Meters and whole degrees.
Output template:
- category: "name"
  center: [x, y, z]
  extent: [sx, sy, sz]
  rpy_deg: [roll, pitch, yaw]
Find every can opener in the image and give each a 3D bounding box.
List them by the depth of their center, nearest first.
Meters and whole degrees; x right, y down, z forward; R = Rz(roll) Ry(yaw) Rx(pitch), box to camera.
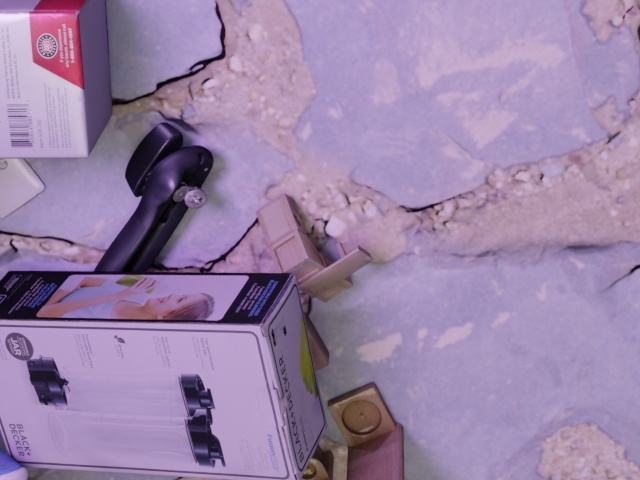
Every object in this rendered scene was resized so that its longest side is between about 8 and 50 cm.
- category: "can opener"
  center: [-0.155, -0.015, 1.408]
  extent: [0.059, 0.073, 0.186]
  rpy_deg: [7, 122, -41]

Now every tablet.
- category: "tablet"
  center: [-0.295, -0.066, 1.412]
  extent: [0.054, 0.006, 0.083]
  rpy_deg: [-33, 107, 14]

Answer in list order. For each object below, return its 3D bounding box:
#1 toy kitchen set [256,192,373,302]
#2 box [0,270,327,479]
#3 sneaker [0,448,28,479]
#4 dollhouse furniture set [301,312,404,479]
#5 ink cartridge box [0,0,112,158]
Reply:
- category: "toy kitchen set"
  center: [0.000, 0.000, 1.414]
  extent: [0.068, 0.075, 0.083]
  rpy_deg: [-32, 147, 17]
- category: "box"
  center: [-0.152, 0.119, 1.383]
  extent: [0.289, 0.087, 0.169]
  rpy_deg: [-1, 119, 22]
- category: "sneaker"
  center: [-0.351, 0.187, 1.435]
  extent: [0.211, 0.080, 0.081]
  rpy_deg: [14, 105, 35]
- category: "dollhouse furniture set"
  center: [-0.020, 0.169, 1.431]
  extent: [0.144, 0.123, 0.151]
  rpy_deg: [-25, 108, 11]
- category: "ink cartridge box"
  center: [-0.275, -0.146, 1.314]
  extent: [0.176, 0.127, 0.128]
  rpy_deg: [0, 112, 2]
